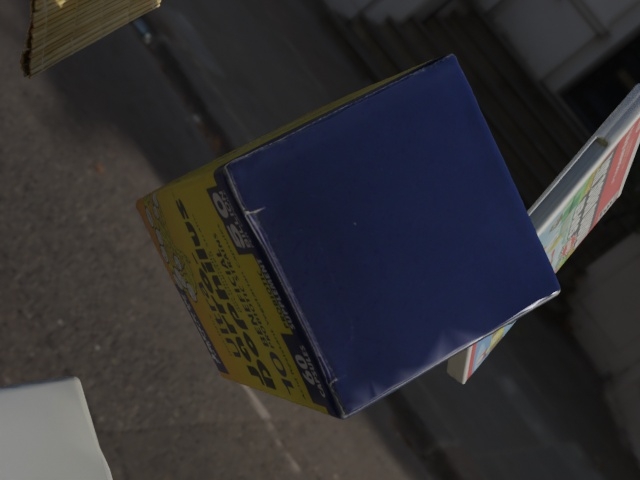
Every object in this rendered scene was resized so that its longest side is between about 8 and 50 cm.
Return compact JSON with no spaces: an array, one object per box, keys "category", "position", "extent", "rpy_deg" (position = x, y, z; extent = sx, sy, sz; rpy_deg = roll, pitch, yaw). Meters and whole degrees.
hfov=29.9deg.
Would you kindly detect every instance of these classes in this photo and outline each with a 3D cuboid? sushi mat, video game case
[{"category":"sushi mat","position":[-0.234,-0.288,1.296],"extent":[0.019,0.151,0.316],"rpy_deg":[21,29,10]},{"category":"video game case","position":[0.224,-0.002,1.179],"extent":[0.025,0.285,0.204],"rpy_deg":[37,-19,19]}]

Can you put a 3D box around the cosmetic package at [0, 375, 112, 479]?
[{"category":"cosmetic package","position":[-0.392,0.269,0.940],"extent":[0.453,0.161,0.230],"rpy_deg":[-5,59,-31]}]

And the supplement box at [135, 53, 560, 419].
[{"category":"supplement box","position":[0.000,0.000,0.984],"extent":[0.194,0.195,0.356],"rpy_deg":[64,-17,-6]}]
